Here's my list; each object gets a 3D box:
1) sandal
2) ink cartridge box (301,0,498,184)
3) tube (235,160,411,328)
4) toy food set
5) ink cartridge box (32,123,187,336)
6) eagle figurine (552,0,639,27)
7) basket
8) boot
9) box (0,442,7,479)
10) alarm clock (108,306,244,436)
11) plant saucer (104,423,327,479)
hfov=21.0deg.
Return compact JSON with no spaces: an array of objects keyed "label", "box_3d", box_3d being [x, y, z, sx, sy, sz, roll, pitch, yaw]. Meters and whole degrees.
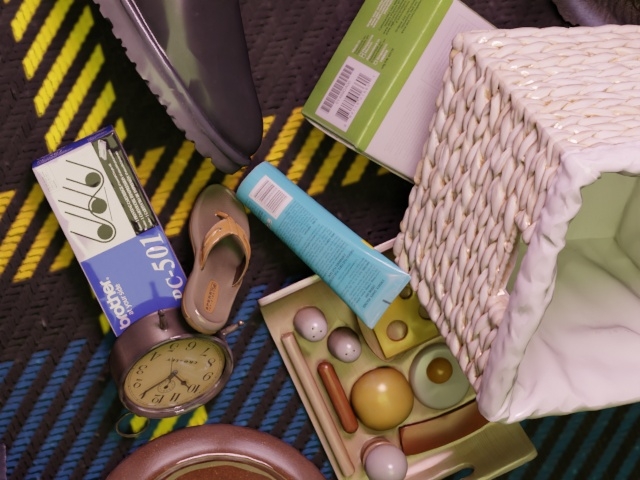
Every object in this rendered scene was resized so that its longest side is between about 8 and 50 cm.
[{"label":"sandal","box_3d":[-0.106,0.016,1.838,0.072,0.049,0.180,25,52,-24]},{"label":"ink cartridge box","box_3d":[0.127,-0.155,1.877,0.255,0.097,0.189,26,96,-49]},{"label":"tube","box_3d":[0.000,0.000,1.850,0.207,0.052,0.080,42,126,12]},{"label":"toy food set","box_3d":[0.088,0.152,1.925,0.219,0.092,0.306,-25,105,-5]},{"label":"ink cartridge box","box_3d":[-0.222,-0.011,1.855,0.097,0.046,0.207,-25,105,-4]},{"label":"eagle figurine","box_3d":[0.345,-0.310,1.856,0.298,0.225,0.226,12,145,-42]},{"label":"basket","box_3d":[0.291,-0.030,1.755,0.331,0.266,0.328,-5,131,-25]},{"label":"boot","box_3d":[-0.015,-0.326,1.745,0.445,0.146,0.367,-32,105,6]},{"label":"box","box_3d":[-0.593,0.425,1.744,0.471,0.297,0.480,13,98,-12]},{"label":"alarm clock","box_3d":[-0.173,0.144,1.874,0.129,0.064,0.192,11,123,-36]},{"label":"plant saucer","box_3d":[-0.111,0.352,1.886,0.310,0.050,0.311,2,75,-9]}]
